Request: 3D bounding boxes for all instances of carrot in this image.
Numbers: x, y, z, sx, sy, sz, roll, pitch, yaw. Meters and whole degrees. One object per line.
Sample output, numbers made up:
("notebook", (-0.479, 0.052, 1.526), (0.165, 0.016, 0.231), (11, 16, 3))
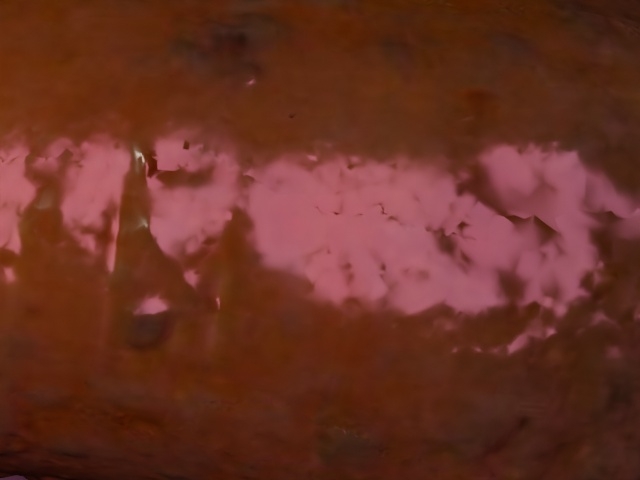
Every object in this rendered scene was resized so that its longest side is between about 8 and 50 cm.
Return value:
("carrot", (0.000, 0.000, 0.662), (0.340, 0.224, 0.224), (6, 87, -9))
